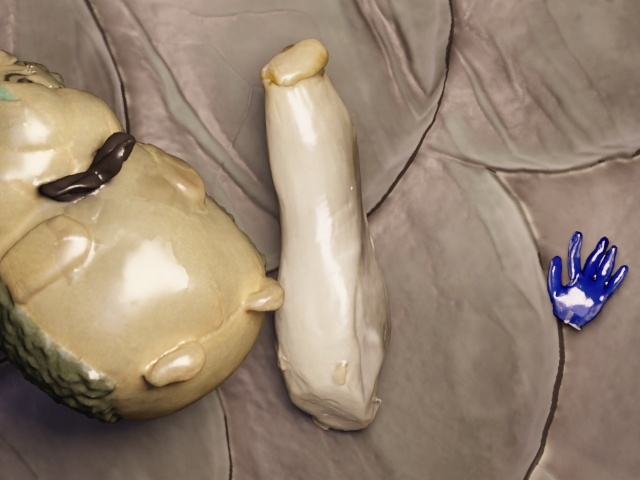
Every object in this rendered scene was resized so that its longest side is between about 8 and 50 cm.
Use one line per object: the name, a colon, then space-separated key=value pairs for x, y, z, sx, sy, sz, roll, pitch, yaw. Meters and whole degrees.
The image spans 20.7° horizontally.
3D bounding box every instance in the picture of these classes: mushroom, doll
mushroom: x=0.001 y=-0.001 z=1.546 sx=0.097 sy=0.109 sz=0.351 roll=-5 pitch=94 yaw=31
doll: x=-0.205 y=-0.009 z=1.498 sx=0.349 sy=0.247 sz=0.247 roll=43 pitch=90 yaw=13

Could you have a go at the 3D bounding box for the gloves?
gloves: x=0.235 y=0.034 z=1.573 sx=0.064 sy=0.026 sz=0.086 roll=33 pitch=90 yaw=5
